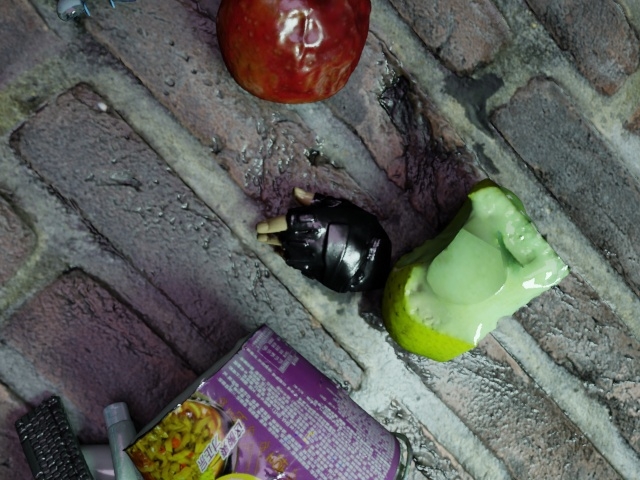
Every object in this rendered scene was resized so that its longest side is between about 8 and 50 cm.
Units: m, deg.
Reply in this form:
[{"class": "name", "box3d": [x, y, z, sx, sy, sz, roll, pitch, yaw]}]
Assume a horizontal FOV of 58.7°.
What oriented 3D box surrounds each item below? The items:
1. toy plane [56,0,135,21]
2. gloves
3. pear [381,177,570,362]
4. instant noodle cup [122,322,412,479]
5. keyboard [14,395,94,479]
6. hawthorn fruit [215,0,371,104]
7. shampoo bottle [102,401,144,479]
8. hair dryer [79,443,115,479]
[{"class": "toy plane", "box3d": [-0.358, -0.441, 0.816, 0.169, 0.078, 0.246, -21, 95, -10]}, {"class": "gloves", "box3d": [0.000, 0.000, 0.887, 0.203, 0.124, 0.164, 4, 80, -27]}, {"class": "pear", "box3d": [0.215, 0.052, 0.884, 0.282, 0.286, 0.176, -44, 80, 15]}, {"class": "instant noodle cup", "box3d": [-0.088, 0.294, 0.778, 0.340, 0.340, 0.266, -43, 90, -8]}, {"class": "keyboard", "box3d": [-0.358, 0.321, 0.785, 0.072, 0.023, 0.231, -32, 58, -16]}, {"class": "hawthorn fruit", "box3d": [-0.038, -0.323, 0.800, 0.230, 0.266, 0.210, -37, 79, -13]}, {"class": "shampoo bottle", "box3d": [-0.263, 0.316, 0.790, 0.041, 0.069, 0.190, -38, 58, 13]}, {"class": "hair dryer", "box3d": [-0.318, 0.413, 0.807, 0.131, 0.073, 0.236, 2, 65, -11]}]
